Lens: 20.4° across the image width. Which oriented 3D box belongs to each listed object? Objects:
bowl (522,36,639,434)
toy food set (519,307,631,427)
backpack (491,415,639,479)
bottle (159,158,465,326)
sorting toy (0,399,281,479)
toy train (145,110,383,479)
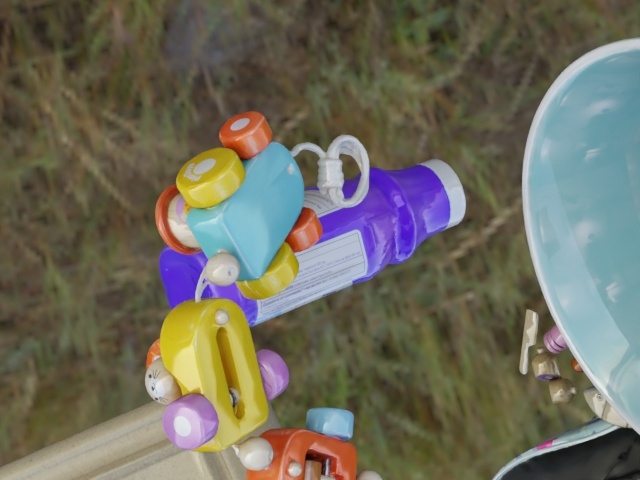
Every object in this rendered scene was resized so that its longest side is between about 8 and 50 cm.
[{"bbox_3d":[0.296,-0.006,1.147,0.163,0.311,0.311,-25,157,-32],"label":"bowl"},{"bbox_3d":[0.200,0.098,1.355,0.019,0.122,0.078,-22,123,-46],"label":"toy food set"},{"bbox_3d":[0.265,0.243,1.445,0.253,0.225,0.191,-22,174,21],"label":"backpack"},{"bbox_3d":[0.000,0.000,1.590,0.282,0.092,0.118,-21,-166,-29],"label":"bottle"},{"bbox_3d":[-0.070,0.231,0.720,0.229,0.307,0.041,-22,164,-12],"label":"sorting toy"},{"bbox_3d":[-0.024,0.036,0.684,0.046,0.166,0.125,-5,167,34],"label":"toy train"}]
